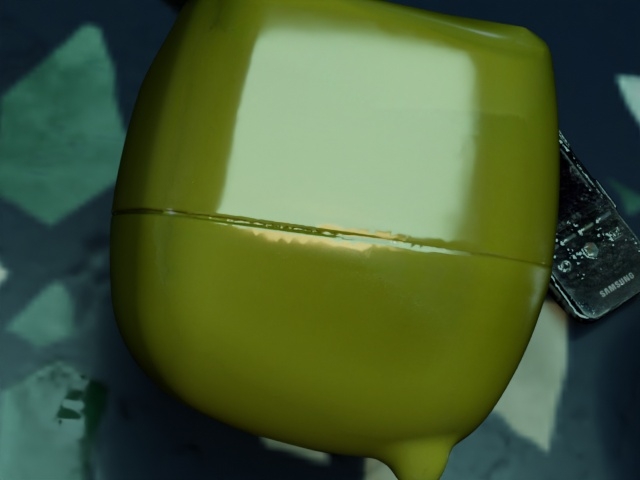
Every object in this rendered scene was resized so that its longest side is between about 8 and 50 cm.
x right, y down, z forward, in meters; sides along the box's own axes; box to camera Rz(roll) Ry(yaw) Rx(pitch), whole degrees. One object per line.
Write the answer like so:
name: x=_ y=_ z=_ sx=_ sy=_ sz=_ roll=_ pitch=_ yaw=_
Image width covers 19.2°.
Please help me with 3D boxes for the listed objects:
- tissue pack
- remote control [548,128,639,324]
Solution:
tissue pack: x=0.000 y=0.000 z=0.552 sx=0.123 sy=0.178 sz=0.127 roll=10 pitch=87 yaw=-5
remote control: x=0.077 y=-0.016 z=0.658 sx=0.039 sy=0.014 sz=0.096 roll=-30 pitch=77 yaw=-18
